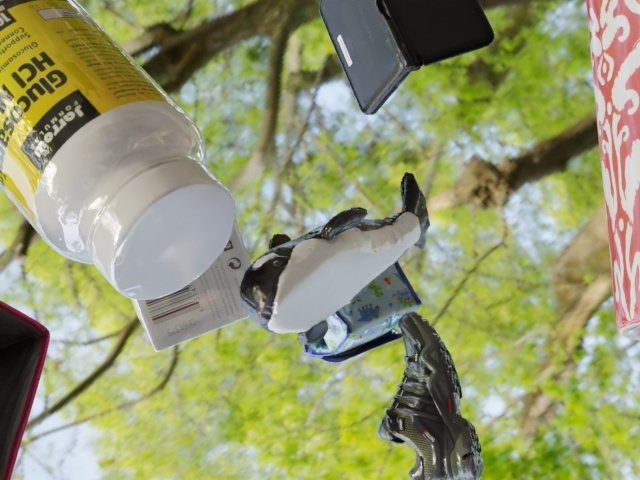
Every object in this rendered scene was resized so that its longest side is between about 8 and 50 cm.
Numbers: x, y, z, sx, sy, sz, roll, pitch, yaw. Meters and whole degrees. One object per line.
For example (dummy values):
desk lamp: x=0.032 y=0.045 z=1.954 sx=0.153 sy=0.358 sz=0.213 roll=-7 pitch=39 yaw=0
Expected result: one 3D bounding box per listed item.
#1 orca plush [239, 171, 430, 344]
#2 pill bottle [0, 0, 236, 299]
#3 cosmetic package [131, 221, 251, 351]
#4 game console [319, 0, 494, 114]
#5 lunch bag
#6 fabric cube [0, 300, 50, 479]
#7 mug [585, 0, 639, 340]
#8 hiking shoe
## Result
orca plush: x=0.000 y=0.000 z=1.270 sx=0.102 sy=0.151 sz=0.287 roll=30 pitch=-132 yaw=24
pill bottle: x=-0.235 y=-0.098 z=1.266 sx=0.188 sy=0.188 sz=0.334 roll=-13 pitch=-134 yaw=-41
cosmetic package: x=-0.174 y=0.031 z=1.600 sx=0.151 sy=0.184 sz=0.151 roll=-21 pitch=-78 yaw=-10
game console: x=0.067 y=-0.178 z=1.032 sx=0.071 sy=0.107 sz=0.122 roll=-1 pitch=-122 yaw=-35
lunch bag: x=0.051 y=0.109 z=1.754 sx=0.129 sy=0.151 sz=0.096 roll=-19 pitch=-107 yaw=-27
fabric cube: x=-0.466 y=0.167 z=1.231 sx=0.259 sy=0.258 sz=0.254 roll=36 pitch=-129 yaw=-35
mug: x=0.175 y=-0.048 z=0.523 sx=0.113 sy=0.150 sz=0.169 roll=6 pitch=-103 yaw=-19
hiking shoe: x=0.114 y=0.194 z=1.527 sx=0.086 sy=0.114 sz=0.227 roll=54 pitch=-162 yaw=-60
